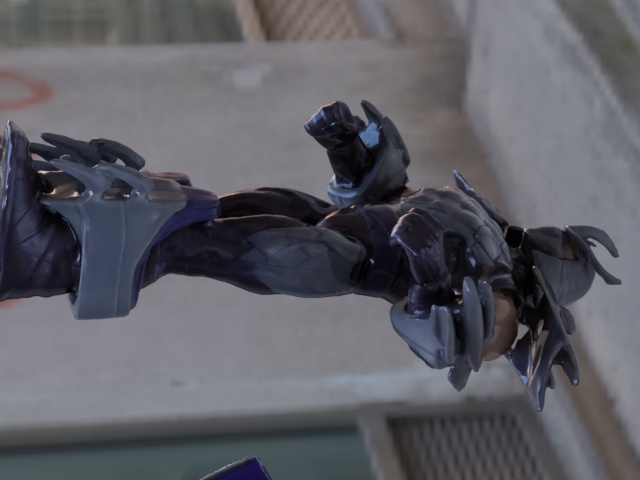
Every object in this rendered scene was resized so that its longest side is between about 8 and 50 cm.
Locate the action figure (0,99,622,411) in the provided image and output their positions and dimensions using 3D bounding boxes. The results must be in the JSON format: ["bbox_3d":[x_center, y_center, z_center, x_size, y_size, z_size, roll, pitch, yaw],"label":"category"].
[{"bbox_3d":[0.000,0.000,0.753,0.185,0.285,0.099,-131,47,-67],"label":"action figure"}]

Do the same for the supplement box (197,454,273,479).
[{"bbox_3d":[-0.013,0.196,0.530,0.220,0.114,0.111,49,135,20],"label":"supplement box"}]
